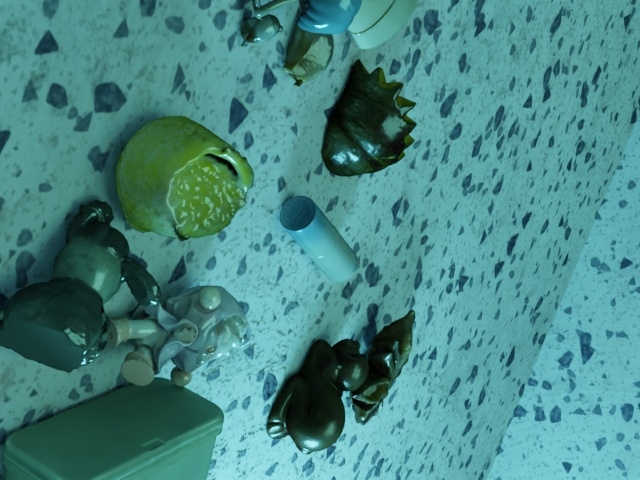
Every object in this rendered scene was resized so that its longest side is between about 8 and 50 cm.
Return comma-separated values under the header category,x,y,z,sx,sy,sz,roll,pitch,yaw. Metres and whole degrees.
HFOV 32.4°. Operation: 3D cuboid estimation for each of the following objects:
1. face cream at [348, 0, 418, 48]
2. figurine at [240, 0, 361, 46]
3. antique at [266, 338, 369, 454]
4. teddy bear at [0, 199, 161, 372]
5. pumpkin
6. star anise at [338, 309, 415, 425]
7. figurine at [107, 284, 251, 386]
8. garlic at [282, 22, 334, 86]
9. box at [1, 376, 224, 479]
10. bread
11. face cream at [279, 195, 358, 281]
category,x,y,z,sx,sy,sz,roll,pitch,yaw
face cream,0.071,-0.474,1.923,0.173,0.081,0.348,-57,149,-10
figurine,-0.054,-0.378,1.727,0.260,0.103,0.205,12,115,-40
antique,0.009,0.321,2.299,0.257,0.143,0.121,-56,147,-23
teddy bear,-0.329,0.082,1.573,0.251,0.171,0.144,-52,171,-35
pumpkin,0.095,-0.196,2.102,0.149,0.130,0.254,-46,145,-34
star anise,0.116,0.306,2.484,0.349,0.109,0.292,-61,159,-6
figurine,-0.232,0.150,1.805,0.276,0.133,0.200,-13,133,-50
garlic,-0.013,-0.335,1.895,0.084,0.066,0.152,12,101,-58
box,-0.345,0.437,1.773,0.352,0.177,0.344,-19,128,-53
bread,-0.206,-0.086,1.647,0.197,0.170,0.197,-22,125,-36
face cream,0.000,0.000,2.129,0.077,0.077,0.250,-60,151,-13
